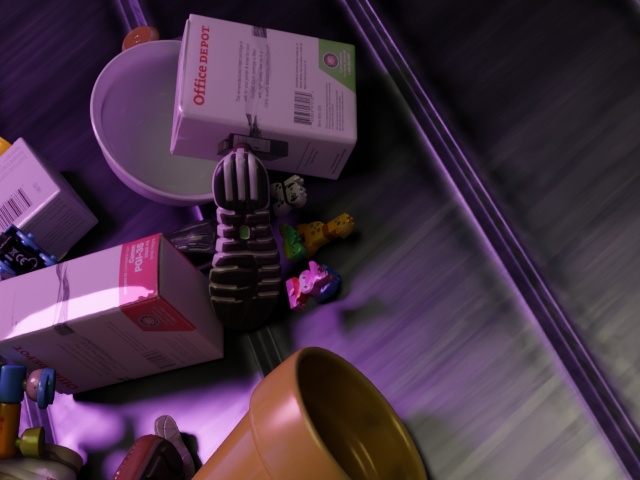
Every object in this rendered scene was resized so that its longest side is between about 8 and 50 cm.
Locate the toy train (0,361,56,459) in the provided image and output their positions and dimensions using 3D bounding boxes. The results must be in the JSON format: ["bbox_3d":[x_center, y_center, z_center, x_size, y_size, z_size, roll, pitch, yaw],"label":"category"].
[{"bbox_3d":[-0.462,0.295,1.509,0.144,0.105,0.247,5,86,-4],"label":"toy train"}]

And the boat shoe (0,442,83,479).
[{"bbox_3d":[-0.508,0.364,1.577,0.302,0.113,0.103,-6,54,22],"label":"boat shoe"}]

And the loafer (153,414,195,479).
[{"bbox_3d":[-0.210,0.314,1.514,0.045,0.039,0.125,-14,67,-15],"label":"loafer"}]

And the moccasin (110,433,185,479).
[{"bbox_3d":[-0.303,0.435,1.402,0.147,0.139,0.380,12,72,34],"label":"moccasin"}]

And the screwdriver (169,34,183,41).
[{"bbox_3d":[-0.313,-0.352,1.973,0.170,0.024,0.025,-16,26,24],"label":"screwdriver"}]

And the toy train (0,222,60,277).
[{"bbox_3d":[-0.455,0.051,1.695,0.080,0.184,0.105,-50,16,-9],"label":"toy train"}]

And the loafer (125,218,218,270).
[{"bbox_3d":[-0.253,0.034,1.674,0.223,0.076,0.078,-20,47,9],"label":"loafer"}]

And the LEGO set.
[{"bbox_3d":[0.000,0.000,1.564,0.093,0.087,0.227,-31,51,25],"label":"LEGO set"}]

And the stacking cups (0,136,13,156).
[{"bbox_3d":[-0.665,-0.052,1.909,0.096,0.096,0.316,27,75,35],"label":"stacking cups"}]

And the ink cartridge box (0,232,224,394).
[{"bbox_3d":[-0.314,0.117,1.571,0.283,0.207,0.117,-15,55,17],"label":"ink cartridge box"}]

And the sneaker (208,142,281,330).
[{"bbox_3d":[-0.109,-0.016,1.586,0.107,0.281,0.162,3,23,-3],"label":"sneaker"}]

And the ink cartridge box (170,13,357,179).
[{"bbox_3d":[-0.089,-0.223,1.640,0.273,0.114,0.198,8,59,-13],"label":"ink cartridge box"}]

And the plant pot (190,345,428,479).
[{"bbox_3d":[-0.032,0.301,1.319,0.239,0.254,0.254,-39,51,18],"label":"plant pot"}]

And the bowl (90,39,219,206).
[{"bbox_3d":[-0.236,-0.168,1.715,0.298,0.134,0.297,10,62,-19],"label":"bowl"}]

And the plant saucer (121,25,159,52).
[{"bbox_3d":[-0.347,-0.381,2.005,0.083,0.015,0.083,-12,57,19],"label":"plant saucer"}]

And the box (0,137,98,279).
[{"bbox_3d":[-0.517,-0.047,1.822,0.181,0.119,0.182,-43,52,-3],"label":"box"}]
